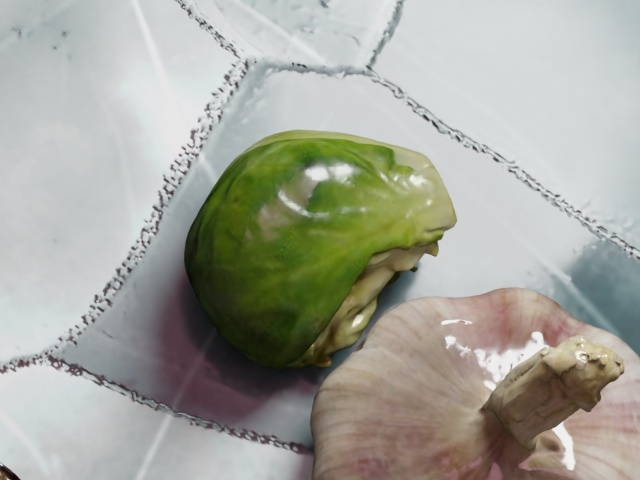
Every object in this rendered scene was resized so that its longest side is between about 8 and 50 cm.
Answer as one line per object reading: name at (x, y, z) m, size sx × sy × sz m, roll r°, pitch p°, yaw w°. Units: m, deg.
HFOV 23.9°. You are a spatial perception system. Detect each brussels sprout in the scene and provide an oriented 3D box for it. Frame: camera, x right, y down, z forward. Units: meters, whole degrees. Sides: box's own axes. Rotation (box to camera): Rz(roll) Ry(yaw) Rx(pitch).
brussels sprout at (-0.006, -0.005, 1.016) m, size 0.145 × 0.131 × 0.183 m, roll 43°, pitch 79°, yaw 1°

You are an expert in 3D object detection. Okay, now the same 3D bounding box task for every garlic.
garlic at (0.122, 0.126, 0.936) m, size 0.245 × 0.253 × 0.245 m, roll 4°, pitch 65°, yaw -9°

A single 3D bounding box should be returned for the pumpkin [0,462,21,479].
pumpkin at (-0.227, 0.195, 0.985) m, size 0.073 × 0.035 × 0.101 m, roll 37°, pitch 78°, yaw -5°
